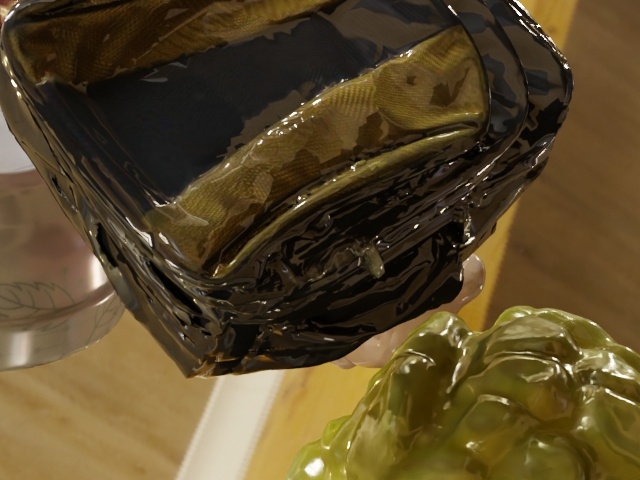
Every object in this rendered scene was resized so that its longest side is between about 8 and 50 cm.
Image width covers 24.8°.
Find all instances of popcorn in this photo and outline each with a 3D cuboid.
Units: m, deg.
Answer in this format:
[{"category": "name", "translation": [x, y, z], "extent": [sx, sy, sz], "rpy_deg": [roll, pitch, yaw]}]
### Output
[{"category": "popcorn", "translation": [0.099, 0.149, 0.680], "extent": [0.256, 0.255, 0.195], "rpy_deg": [57, -130, -27]}]

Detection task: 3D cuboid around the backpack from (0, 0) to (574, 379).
[{"category": "backpack", "translation": [-0.003, -0.056, 0.621], "extent": [0.258, 0.133, 0.206], "rpy_deg": [-31, -103, -30]}]

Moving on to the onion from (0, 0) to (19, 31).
[{"category": "onion", "translation": [-0.269, -0.250, 0.965], "extent": [0.385, 0.348, 0.348], "rpy_deg": [46, -147, -65]}]

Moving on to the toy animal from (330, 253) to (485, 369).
[{"category": "toy animal", "translation": [0.000, 0.000, 1.025], "extent": [0.197, 0.171, 0.171], "rpy_deg": [32, -128, -29]}]

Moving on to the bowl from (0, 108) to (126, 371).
[{"category": "bowl", "translation": [-0.285, -0.036, 1.178], "extent": [0.287, 0.144, 0.287], "rpy_deg": [10, -147, -7]}]
